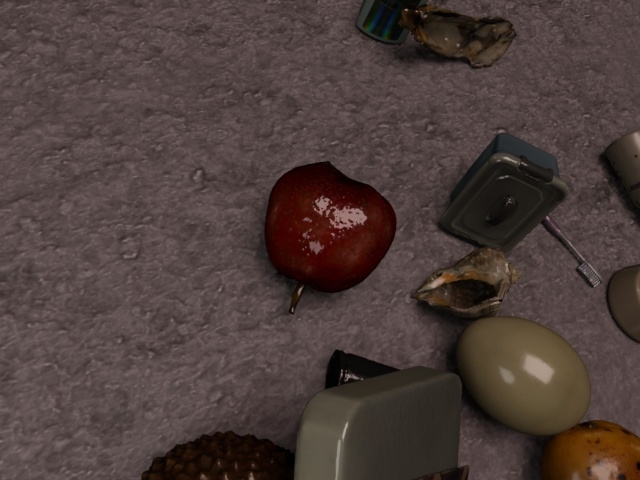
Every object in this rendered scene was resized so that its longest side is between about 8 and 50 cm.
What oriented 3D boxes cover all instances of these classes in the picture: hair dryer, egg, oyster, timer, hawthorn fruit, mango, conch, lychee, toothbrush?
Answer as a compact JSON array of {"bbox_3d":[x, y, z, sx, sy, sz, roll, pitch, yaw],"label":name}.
[{"bbox_3d":[0.086,0.330,0.976,0.197,0.089,0.251,19,74,-11],"label":"hair dryer"},{"bbox_3d":[0.350,0.232,1.025,0.242,0.186,0.186,31,63,8],"label":"egg"},{"bbox_3d":[0.302,-0.468,1.297,0.345,0.129,0.078,1,62,-33],"label":"oyster"},{"bbox_3d":[0.726,0.093,1.147,0.175,0.266,0.175,6,67,-14],"label":"timer"},{"bbox_3d":[0.000,0.000,1.008,0.230,0.210,0.266,29,75,-7],"label":"hawthorn fruit"},{"bbox_3d":[0.515,0.432,1.013,0.290,0.160,0.191,46,55,0],"label":"mango"},{"bbox_3d":[0.276,0.084,1.089,0.207,0.155,0.130,-8,94,-1],"label":"conch"},{"bbox_3d":[-0.125,0.382,0.796,0.268,0.267,0.267,6,67,-14],"label":"lychee"},{"bbox_3d":[0.483,-0.044,1.266,0.029,0.024,0.354,-36,83,-17],"label":"toothbrush"}]

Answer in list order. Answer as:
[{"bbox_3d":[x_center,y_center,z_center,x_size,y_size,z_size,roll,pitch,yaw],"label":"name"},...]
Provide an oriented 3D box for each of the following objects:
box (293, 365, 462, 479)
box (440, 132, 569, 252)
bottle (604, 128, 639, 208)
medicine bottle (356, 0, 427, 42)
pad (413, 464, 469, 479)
[{"bbox_3d":[0.085,0.370,0.794,0.373,0.090,0.367,9,85,-57],"label":"box"},{"bbox_3d":[0.353,-0.090,1.141,0.162,0.227,0.130,24,50,-6],"label":"box"},{"bbox_3d":[0.754,-0.134,1.337,0.110,0.110,0.233,-17,75,-22],"label":"bottle"},{"bbox_3d":[0.168,-0.531,1.253,0.121,0.229,0.083,18,64,-9],"label":"medicine bottle"},{"bbox_3d":[0.131,0.427,0.780,0.330,0.004,0.220,21,75,-55],"label":"pad"}]
